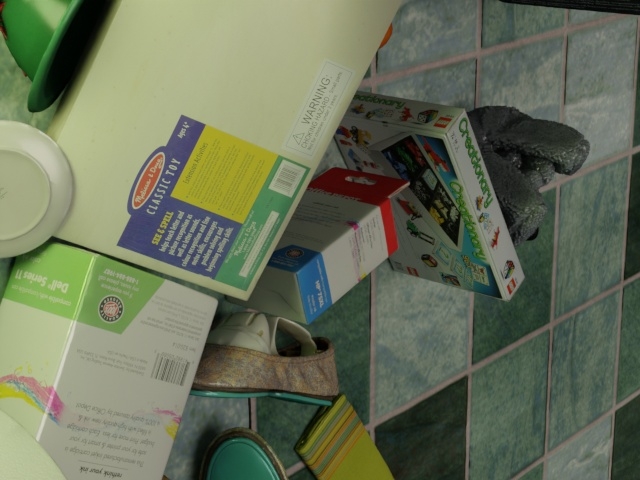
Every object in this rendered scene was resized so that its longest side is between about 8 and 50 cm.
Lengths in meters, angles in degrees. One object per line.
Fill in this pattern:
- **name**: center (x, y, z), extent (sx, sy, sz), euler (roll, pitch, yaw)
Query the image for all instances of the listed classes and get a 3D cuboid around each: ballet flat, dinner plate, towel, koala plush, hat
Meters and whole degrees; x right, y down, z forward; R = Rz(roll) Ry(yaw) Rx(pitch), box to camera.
- **ballet flat**: center (-0.068, 0.390, 1.724), extent (0.123, 0.123, 0.348), euler (-26, 102, -45)
- **dinner plate**: center (-0.306, -0.046, 1.315), extent (0.141, 0.017, 0.141), euler (-7, 112, -17)
- **towel**: center (0.038, 0.316, 1.924), extent (0.102, 0.021, 0.237), euler (-50, 137, -22)
- **koala plush**: center (0.250, -0.063, 1.976), extent (0.196, 0.203, 0.221), euler (-50, 157, -30)
- **hat**: center (-0.305, -0.247, 1.303), extent (0.208, 0.183, 0.173), euler (-58, -175, 50)
- **ballet flat**: center (-0.078, 0.141, 1.665), extent (0.316, 0.107, 0.106), euler (16, 79, -61)

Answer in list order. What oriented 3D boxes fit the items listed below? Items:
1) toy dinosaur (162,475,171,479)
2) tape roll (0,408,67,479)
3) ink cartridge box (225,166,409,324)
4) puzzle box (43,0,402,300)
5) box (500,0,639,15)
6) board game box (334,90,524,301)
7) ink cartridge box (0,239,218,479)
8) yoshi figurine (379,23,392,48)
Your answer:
- **toy dinosaur**: center (-0.191, 0.295, 1.605), extent (0.211, 0.064, 0.112), euler (52, 52, -28)
- **tape roll**: center (-0.317, 0.320, 1.172), extent (0.072, 0.392, 0.392), euler (-16, 113, -49)
- **ink cartridge box**: center (0.000, 0.000, 1.678), extent (0.231, 0.134, 0.078), euler (-38, 128, -38)
- **puzzle box**: center (-0.106, -0.157, 1.386), extent (0.272, 0.052, 0.409), euler (21, 104, -30)
- **box**: center (0.282, -0.445, 1.765), extent (0.395, 0.293, 0.212), euler (12, 91, -53)
- **board game box**: center (0.138, -0.057, 1.788), extent (0.053, 0.193, 0.305), euler (-52, 137, -28)
- **ink cartridge box**: center (-0.258, 0.195, 1.425), extent (0.207, 0.119, 0.353), euler (26, 80, -53)
- **yoshi figurine**: center (0.103, -0.322, 1.526), extent (0.203, 0.362, 0.203), euler (14, 50, -23)
